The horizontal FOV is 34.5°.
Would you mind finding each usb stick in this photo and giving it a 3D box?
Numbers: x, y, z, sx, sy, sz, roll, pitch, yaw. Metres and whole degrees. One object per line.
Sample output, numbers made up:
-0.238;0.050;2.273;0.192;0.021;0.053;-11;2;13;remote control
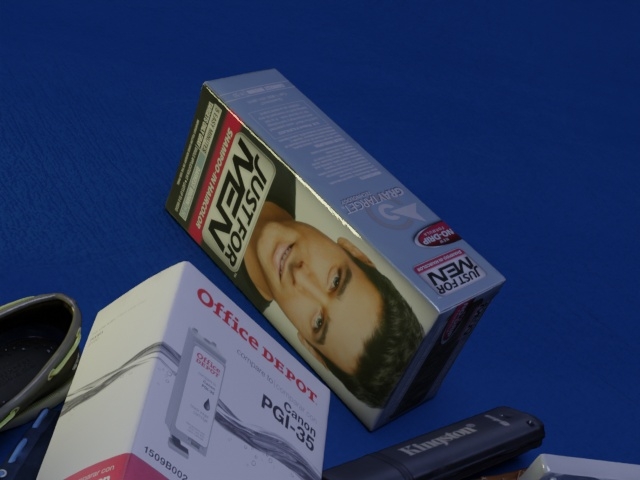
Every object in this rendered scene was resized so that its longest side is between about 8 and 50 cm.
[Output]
0.109;0.218;1.015;0.278;0.045;0.077;-11;7;-36;usb stick

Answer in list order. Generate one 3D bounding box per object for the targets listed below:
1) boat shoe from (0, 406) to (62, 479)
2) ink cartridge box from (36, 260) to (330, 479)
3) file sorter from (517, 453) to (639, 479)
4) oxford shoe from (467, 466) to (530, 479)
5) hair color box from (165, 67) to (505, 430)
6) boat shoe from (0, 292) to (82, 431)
-0.252;0.223;0.816;0.089;0.109;0.258;21;21;8;boat shoe
-0.106;0.185;0.835;0.207;0.117;0.283;45;30;-26;ink cartridge box
0.287;0.319;0.888;0.278;0.193;0.173;10;43;-17;file sorter
0.180;0.251;1.006;0.212;0.076;0.076;-5;48;-29;oxford shoe
0.000;0.000;1.118;0.114;0.185;0.374;-21;55;-42;hair color box
-0.319;0.140;0.866;0.109;0.091;0.305;35;39;15;boat shoe
